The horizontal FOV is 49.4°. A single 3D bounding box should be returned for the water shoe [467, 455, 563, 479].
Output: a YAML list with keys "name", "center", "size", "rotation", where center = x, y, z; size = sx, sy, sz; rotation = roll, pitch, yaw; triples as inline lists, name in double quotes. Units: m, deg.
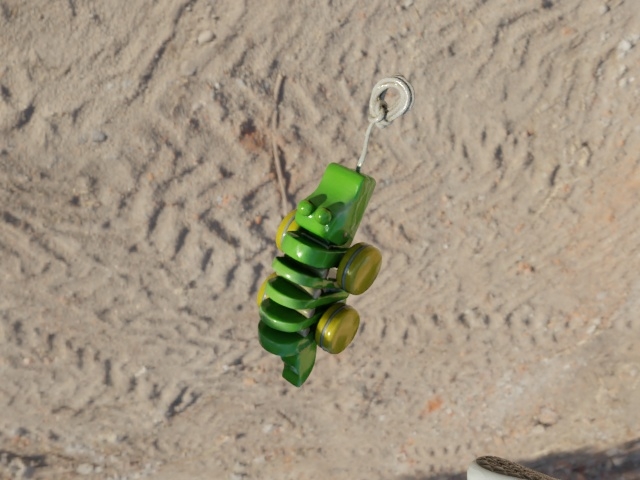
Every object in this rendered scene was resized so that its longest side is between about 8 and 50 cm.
- name: "water shoe"
  center: [0.197, 0.252, 0.621]
  size: [0.203, 0.080, 0.073]
  rotation: [29, 171, -35]

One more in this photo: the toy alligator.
- name: "toy alligator"
  center: [0.000, 0.000, 0.375]
  size: [0.051, 0.056, 0.190]
  rotation: [-8, 121, -55]
